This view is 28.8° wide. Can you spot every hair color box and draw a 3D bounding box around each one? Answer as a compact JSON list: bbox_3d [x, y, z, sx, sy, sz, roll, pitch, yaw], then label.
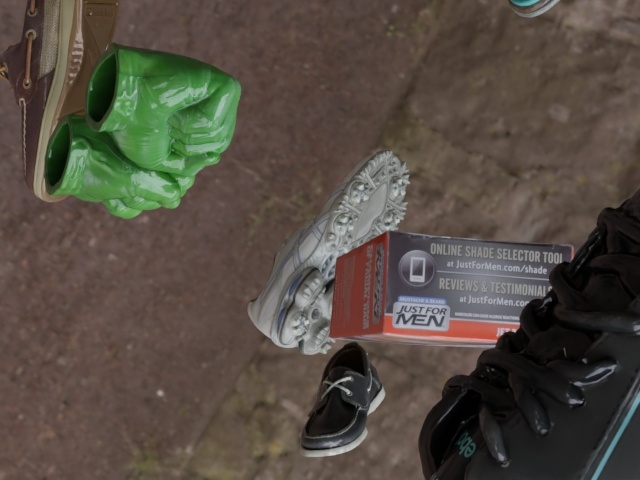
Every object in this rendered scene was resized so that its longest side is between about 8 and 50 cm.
[{"bbox_3d":[0.063,0.030,0.663,0.167,0.093,0.053,139,-45,-80],"label":"hair color box"}]

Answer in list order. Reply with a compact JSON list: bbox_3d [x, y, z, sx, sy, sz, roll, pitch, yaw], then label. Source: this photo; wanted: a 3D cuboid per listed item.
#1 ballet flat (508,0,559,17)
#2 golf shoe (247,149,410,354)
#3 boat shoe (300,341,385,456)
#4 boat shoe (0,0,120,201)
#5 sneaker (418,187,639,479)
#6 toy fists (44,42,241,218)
[{"bbox_3d":[0.186,-0.242,0.842,0.068,0.072,0.213,22,83,-43],"label":"ballet flat"},{"bbox_3d":[0.000,0.000,0.974,0.069,0.086,0.176,43,74,-39],"label":"golf shoe"},{"bbox_3d":[0.020,0.196,1.516,0.233,0.084,0.079,-50,130,-68],"label":"boat shoe"},{"bbox_3d":[-0.348,-0.225,1.609,0.123,0.123,0.342,-16,118,-65],"label":"boat shoe"},{"bbox_3d":[0.090,0.051,0.351,0.101,0.106,0.267,-130,-128,-78],"label":"sneaker"},{"bbox_3d":[-0.174,-0.099,1.245,0.142,0.096,0.279,5,156,-27],"label":"toy fists"}]
